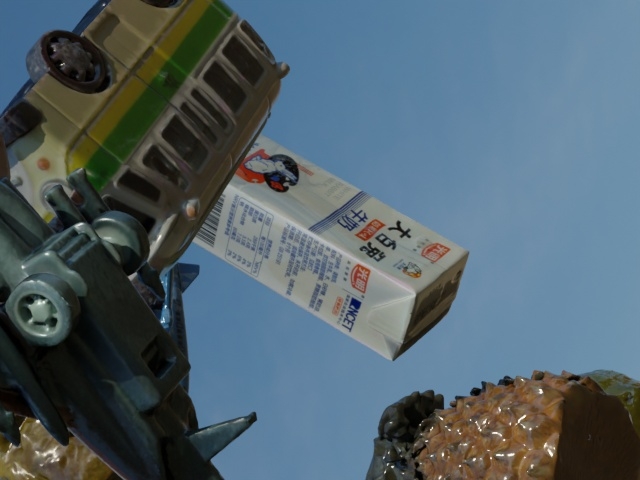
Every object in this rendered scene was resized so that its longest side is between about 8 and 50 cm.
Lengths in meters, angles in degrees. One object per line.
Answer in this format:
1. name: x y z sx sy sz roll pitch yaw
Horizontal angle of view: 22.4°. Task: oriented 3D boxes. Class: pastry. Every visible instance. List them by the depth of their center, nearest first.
1. pastry: -0.238 0.226 1.616 0.235 0.240 0.132 27 -102 -21

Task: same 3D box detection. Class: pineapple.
1. pineapple: 0.173 0.254 1.863 0.223 0.357 0.223 3 -95 -45

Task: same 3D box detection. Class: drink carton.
1. drink carton: 0.000 0.000 1.824 0.130 0.315 0.106 -36 -31 -48

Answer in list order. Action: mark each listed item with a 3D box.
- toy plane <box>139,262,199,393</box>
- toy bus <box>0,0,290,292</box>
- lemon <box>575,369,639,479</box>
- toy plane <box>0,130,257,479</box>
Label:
1. toy plane: -0.214 0.126 2.125 0.254 0.105 0.271 108 171 -57
2. toy bus: -0.152 -0.081 1.228 0.143 0.179 0.305 -43 11 35
3. lemon: 0.380 0.286 2.246 0.204 0.204 0.260 -56 -3 -44
4. toy plane: -0.113 0.073 0.886 0.104 0.326 0.223 -45 3 30
